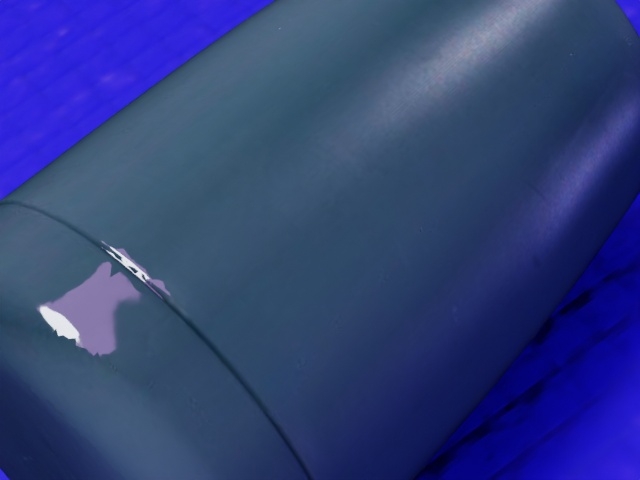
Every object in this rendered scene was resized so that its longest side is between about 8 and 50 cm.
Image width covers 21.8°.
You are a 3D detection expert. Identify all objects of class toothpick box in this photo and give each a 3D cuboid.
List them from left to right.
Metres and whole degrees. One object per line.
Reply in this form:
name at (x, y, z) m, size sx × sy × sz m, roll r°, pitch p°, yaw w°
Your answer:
toothpick box at (0.000, 0.000, 0.427) m, size 0.120 × 0.120 × 0.184 m, roll 24°, pitch 58°, yaw 40°
